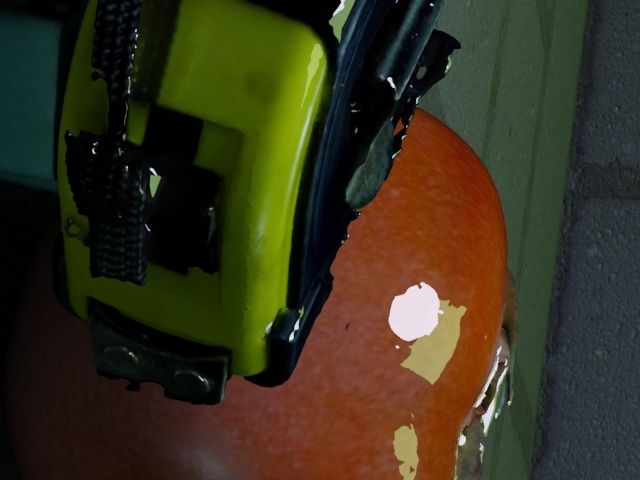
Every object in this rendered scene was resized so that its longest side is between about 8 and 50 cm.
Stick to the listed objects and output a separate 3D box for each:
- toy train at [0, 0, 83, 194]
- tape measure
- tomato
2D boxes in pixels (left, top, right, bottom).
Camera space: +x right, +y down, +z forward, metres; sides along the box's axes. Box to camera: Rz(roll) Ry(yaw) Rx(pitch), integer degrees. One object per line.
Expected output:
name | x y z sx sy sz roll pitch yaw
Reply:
toy train | -0.105 -0.104 0.753 0.198 0.107 0.154 -53 153 -66
tape measure | -0.021 -0.059 0.689 0.186 0.112 0.199 92 18 -56
tomato | -0.020 0.055 0.880 0.256 0.224 0.256 14 90 -82
